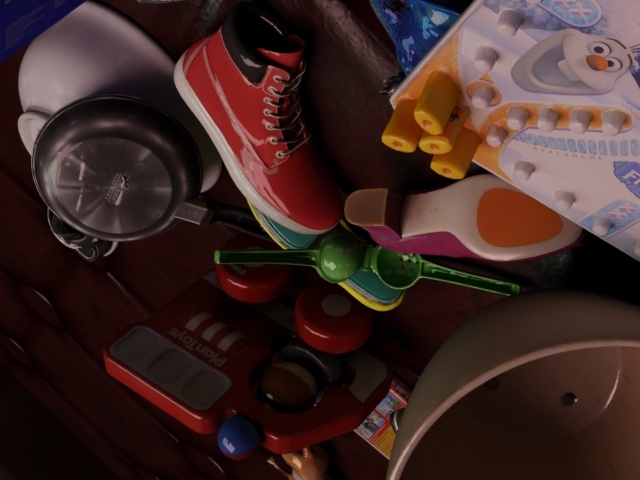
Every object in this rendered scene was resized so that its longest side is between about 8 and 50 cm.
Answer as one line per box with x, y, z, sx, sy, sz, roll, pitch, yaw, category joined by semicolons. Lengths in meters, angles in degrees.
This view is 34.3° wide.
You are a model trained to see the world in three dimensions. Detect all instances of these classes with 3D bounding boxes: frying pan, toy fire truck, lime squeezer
-0.192;-0.035;1.217;0.197;0.053;0.326;-36;119;19;frying pan
-0.080;0.152;1.274;0.302;0.254;0.169;30;139;23;toy fire truck
0.047;0.031;1.095;0.310;0.110;0.059;7;115;0;lime squeezer

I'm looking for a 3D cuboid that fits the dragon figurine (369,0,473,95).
0.108;-0.173;0.783;0.289;0.085;0.144;25;148;33;dragon figurine

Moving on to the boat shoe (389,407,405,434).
0.129;0.271;1.362;0.042;0.049;0.133;-13;125;48;boat shoe

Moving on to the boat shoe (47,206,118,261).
-0.376;-0.043;1.585;0.114;0.091;0.302;35;151;14;boat shoe

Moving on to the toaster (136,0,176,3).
-0.094;-0.279;0.829;0.227;0.146;0.129;3;132;50;toaster

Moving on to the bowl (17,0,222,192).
-0.274;-0.138;1.278;0.298;0.134;0.298;31;150;20;bowl

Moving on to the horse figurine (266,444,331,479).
-0.034;0.367;1.748;0.174;0.066;0.263;33;154;29;horse figurine

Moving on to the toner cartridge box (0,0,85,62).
-0.334;-0.233;0.989;0.075;0.348;0.165;42;152;5;toner cartridge box

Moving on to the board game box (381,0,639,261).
0.275;-0.059;0.654;0.390;0.050;0.390;30;153;-8;board game box

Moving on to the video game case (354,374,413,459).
0.111;0.260;1.451;0.285;0.025;0.204;39;152;7;video game case

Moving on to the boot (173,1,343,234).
-0.035;-0.118;1.050;0.244;0.088;0.176;52;150;-10;boot

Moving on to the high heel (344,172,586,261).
0.149;-0.012;1.000;0.244;0.082;0.117;-1;168;33;high heel

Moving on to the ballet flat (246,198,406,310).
0.000;0.000;1.187;0.231;0.077;0.077;41;169;0;ballet flat

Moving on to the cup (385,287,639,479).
0.214;0.172;0.921;0.331;0.331;0.237;54;-165;-21;cup
